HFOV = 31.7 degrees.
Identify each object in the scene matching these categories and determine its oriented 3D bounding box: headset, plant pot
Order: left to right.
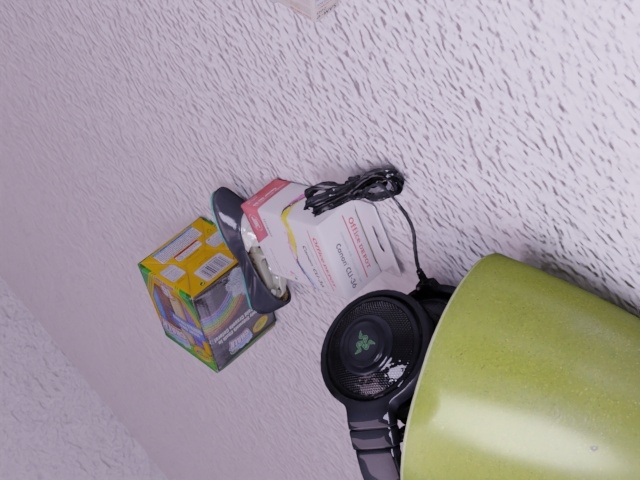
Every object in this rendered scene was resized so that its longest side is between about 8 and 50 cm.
[{"bbox_3d":[0.080,0.118,1.233,0.185,0.243,0.394,-10,86,32],"label":"headset"},{"bbox_3d":[0.264,0.178,1.034,0.294,0.274,0.274,15,140,25],"label":"plant pot"}]

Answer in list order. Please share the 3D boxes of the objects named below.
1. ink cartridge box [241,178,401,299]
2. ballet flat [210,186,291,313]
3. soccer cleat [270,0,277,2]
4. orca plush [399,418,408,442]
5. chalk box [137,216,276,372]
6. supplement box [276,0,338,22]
[{"bbox_3d":[0.000,0.000,1.394,0.198,0.067,0.115,15,137,50],"label":"ink cartridge box"},{"bbox_3d":[-0.087,0.012,1.566,0.074,0.074,0.203,16,132,50],"label":"ballet flat"},{"bbox_3d":[-0.052,-0.270,1.151,0.029,0.036,0.083,43,153,14],"label":"soccer cleat"},{"bbox_3d":[0.116,0.206,1.443,0.287,0.102,0.151,1,126,58],"label":"orca plush"},{"bbox_3d":[-0.164,0.098,1.717,0.132,0.132,0.213,30,147,36],"label":"chalk box"},{"bbox_3d":[-0.018,-0.269,1.096,0.062,0.036,0.098,35,151,28],"label":"supplement box"}]
